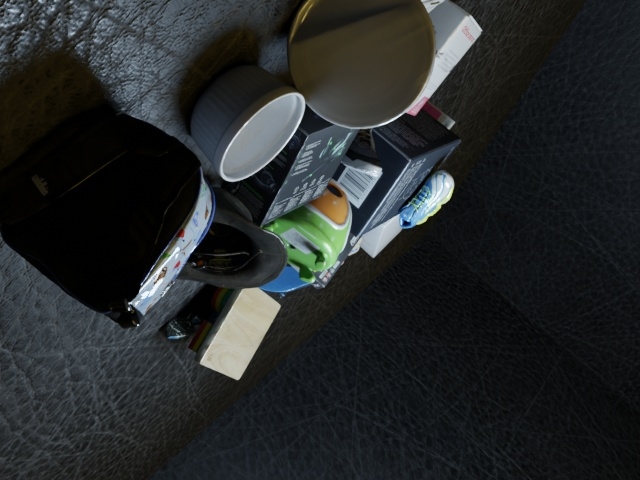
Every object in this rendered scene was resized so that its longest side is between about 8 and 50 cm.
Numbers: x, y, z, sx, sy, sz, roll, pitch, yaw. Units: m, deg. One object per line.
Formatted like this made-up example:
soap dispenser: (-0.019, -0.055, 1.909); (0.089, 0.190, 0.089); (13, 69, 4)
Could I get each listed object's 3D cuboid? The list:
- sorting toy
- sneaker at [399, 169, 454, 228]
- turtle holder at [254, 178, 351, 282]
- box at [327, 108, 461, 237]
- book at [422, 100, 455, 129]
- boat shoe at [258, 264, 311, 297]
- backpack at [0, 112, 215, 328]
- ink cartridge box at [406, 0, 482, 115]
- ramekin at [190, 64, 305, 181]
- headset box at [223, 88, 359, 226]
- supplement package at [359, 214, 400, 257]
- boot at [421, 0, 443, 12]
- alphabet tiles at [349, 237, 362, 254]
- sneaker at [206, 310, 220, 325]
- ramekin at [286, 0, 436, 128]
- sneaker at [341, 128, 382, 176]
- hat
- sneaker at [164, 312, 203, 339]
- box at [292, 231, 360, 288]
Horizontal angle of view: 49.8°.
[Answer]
sorting toy: (-0.254, 0.245, 1.971); (0.255, 0.089, 0.257); (-60, 154, -10)
sneaker: (0.316, -0.110, 2.101); (0.126, 0.091, 0.240); (-36, 163, -38)
turtle holder: (-0.037, -0.035, 1.816); (0.227, 0.243, 0.320); (-59, 166, -23)
box: (0.196, -0.224, 2.056); (0.395, 0.212, 0.293); (-27, 155, -55)
book: (0.343, -0.386, 2.200); (0.096, 0.144, 0.035); (-50, 167, 10)
boat shoe: (-0.095, 0.133, 2.241); (0.259, 0.108, 0.089); (-2, 163, -20)
backpack: (-0.287, -0.037, 1.013); (0.263, 0.277, 0.213); (-53, 172, -6)
ink cartridge box: (0.269, -0.474, 1.778); (0.283, 0.117, 0.207); (-52, 166, 17)
ramekin: (-0.137, -0.218, 1.245); (0.207, 0.109, 0.207); (-42, 166, -13)
headset box: (-0.051, -0.203, 1.516); (0.246, 0.131, 0.283); (-32, 159, -48)
supplement package: (0.204, -0.099, 2.505); (0.175, 0.177, 0.293); (-43, 167, -18)
boot: (0.234, -0.555, 1.540); (0.258, 0.095, 0.123); (-25, 161, -39)
alphabet tiles: (0.019, 0.062, 2.531); (0.284, 0.021, 0.278); (-24, 160, -13)
sneaker: (-0.271, 0.239, 2.198); (0.296, 0.112, 0.130); (52, 52, -69)
ramekin: (0.082, -0.348, 1.274); (0.272, 0.273, 0.127); (-53, 178, 19)
sneaker: (0.098, -0.265, 1.667); (0.101, 0.268, 0.153); (16, 113, -28)
hat: (-0.213, -0.023, 1.441); (0.331, 0.332, 0.133); (109, -12, -59)
sneaker: (-0.385, 0.255, 1.919); (0.073, 0.063, 0.162); (-48, 167, 15)
box: (0.000, 0.000, 2.059); (0.231, 0.183, 0.056); (-52, -165, -25)
